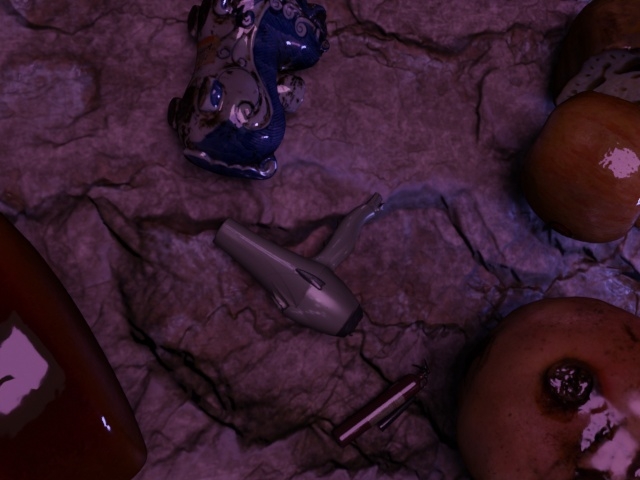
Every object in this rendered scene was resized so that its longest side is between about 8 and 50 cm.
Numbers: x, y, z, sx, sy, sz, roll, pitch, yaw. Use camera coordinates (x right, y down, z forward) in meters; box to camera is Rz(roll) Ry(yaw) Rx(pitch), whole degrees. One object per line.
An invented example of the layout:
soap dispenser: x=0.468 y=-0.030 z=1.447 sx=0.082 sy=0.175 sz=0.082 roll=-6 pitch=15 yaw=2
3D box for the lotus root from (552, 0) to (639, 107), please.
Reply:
lotus root: x=0.475 y=-0.290 z=1.094 sx=0.199 sy=0.188 sz=0.180 roll=19 pitch=65 yaw=-11

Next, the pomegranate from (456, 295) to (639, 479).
pomegranate: x=0.327 y=0.231 z=0.924 sx=0.322 sy=0.322 sz=0.322 roll=2 pitch=82 yaw=-16

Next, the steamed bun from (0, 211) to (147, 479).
steamed bun: x=-0.359 y=0.147 z=0.759 sx=0.235 sy=0.248 sz=0.379 roll=-31 pitch=93 yaw=-17

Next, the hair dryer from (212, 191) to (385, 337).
hair dryer: x=-0.032 y=0.002 z=0.970 sx=0.219 sy=0.088 sz=0.225 roll=18 pitch=65 yaw=-9

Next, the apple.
apple: x=0.397 y=-0.105 z=1.032 sx=0.188 sy=0.211 sz=0.211 roll=33 pitch=74 yaw=18

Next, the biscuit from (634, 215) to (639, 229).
biscuit: x=0.547 y=-0.081 z=1.160 sx=0.220 sy=0.029 sz=0.142 roll=32 pitch=74 yaw=-11

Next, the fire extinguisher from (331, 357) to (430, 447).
fire extinguisher: x=0.095 y=0.233 z=0.990 sx=0.173 sy=0.035 sz=0.049 roll=-34 pitch=89 yaw=-14

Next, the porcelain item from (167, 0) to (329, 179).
porcelain item: x=-0.090 y=-0.220 z=0.955 sx=0.186 sy=0.138 sz=0.288 roll=15 pitch=74 yaw=-31
